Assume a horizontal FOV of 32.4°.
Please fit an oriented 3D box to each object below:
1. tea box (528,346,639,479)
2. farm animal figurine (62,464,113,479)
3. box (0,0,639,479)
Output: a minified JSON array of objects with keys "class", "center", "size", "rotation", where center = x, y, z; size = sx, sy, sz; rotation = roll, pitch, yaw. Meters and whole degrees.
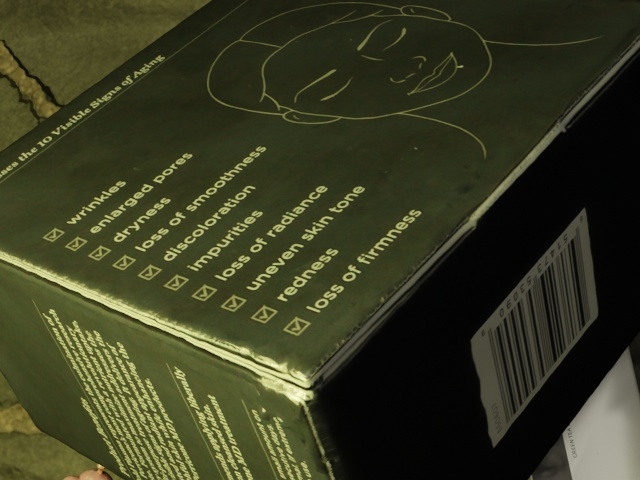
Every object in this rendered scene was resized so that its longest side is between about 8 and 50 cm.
[{"class":"tea box","center":[0.171,0.293,1.085],"size":[0.324,0.220,0.328],"rotation":[-11,74,8]},{"class":"farm animal figurine","center":[-0.217,0.383,1.170],"size":[0.330,0.172,0.326],"rotation":[-12,92,22]},{"class":"box","center":[0.000,0.000,0.986],"size":[0.472,0.297,0.480],"rotation":[19,50,39]}]
